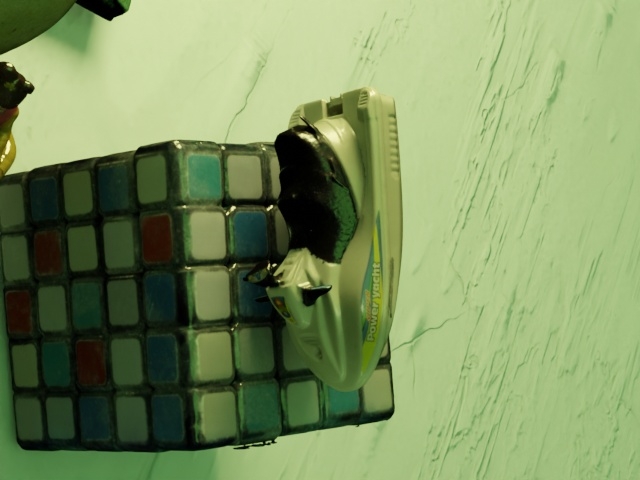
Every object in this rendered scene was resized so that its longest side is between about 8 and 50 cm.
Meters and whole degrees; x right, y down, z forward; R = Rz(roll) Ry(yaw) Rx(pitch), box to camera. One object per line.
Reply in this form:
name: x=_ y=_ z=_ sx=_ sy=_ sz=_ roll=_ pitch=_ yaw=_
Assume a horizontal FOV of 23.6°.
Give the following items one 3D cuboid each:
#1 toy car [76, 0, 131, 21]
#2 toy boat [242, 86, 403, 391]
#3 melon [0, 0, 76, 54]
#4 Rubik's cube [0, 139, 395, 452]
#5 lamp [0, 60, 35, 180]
toy car: x=-0.227 y=-0.405 z=1.640 sx=0.141 sy=0.097 sz=0.321 roll=26 pitch=67 yaw=-42
toy boat: x=0.005 y=-0.005 z=1.395 sx=0.141 sy=0.141 sz=0.269 roll=21 pitch=72 yaw=-43
melon: x=-0.360 y=-0.277 z=1.336 sx=0.268 sy=0.330 sz=0.268 roll=-8 pitch=90 yaw=-71
Rubik's cube: x=-0.126 y=0.056 z=1.550 sx=0.292 sy=0.287 sz=0.293 roll=-6 pitch=90 yaw=-47
lamp: x=-0.327 y=-0.091 z=1.382 sx=0.118 sy=0.253 sz=0.118 roll=2 pitch=86 yaw=-29
